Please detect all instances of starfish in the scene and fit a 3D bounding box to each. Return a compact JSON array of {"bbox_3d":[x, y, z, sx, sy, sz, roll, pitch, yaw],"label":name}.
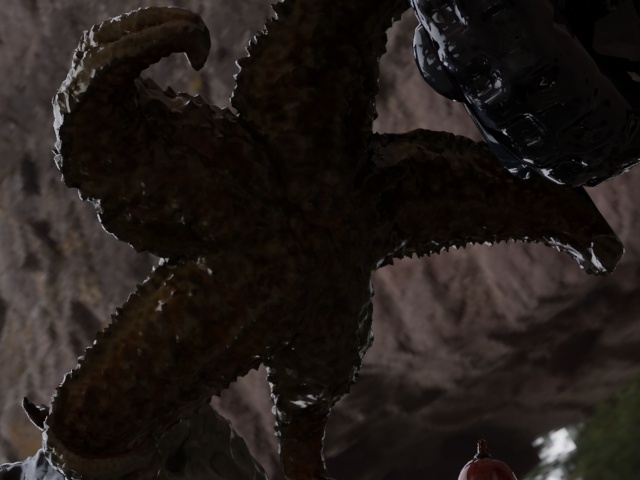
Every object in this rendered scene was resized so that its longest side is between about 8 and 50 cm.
[{"bbox_3d":[0.003,0.003,0.731,0.303,0.312,0.113,-10,-156,-28],"label":"starfish"}]

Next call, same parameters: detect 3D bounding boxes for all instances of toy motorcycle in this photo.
[{"bbox_3d":[0.127,-0.148,0.649,0.416,0.172,0.232,-16,-102,-57],"label":"toy motorcycle"}]

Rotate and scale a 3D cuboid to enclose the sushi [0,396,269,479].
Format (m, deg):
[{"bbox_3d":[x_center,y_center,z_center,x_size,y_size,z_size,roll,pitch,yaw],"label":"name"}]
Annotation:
[{"bbox_3d":[-0.145,0.227,0.935,0.196,0.182,0.343,63,-148,-32],"label":"sushi"}]

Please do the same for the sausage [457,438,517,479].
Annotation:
[{"bbox_3d":[0.107,0.190,0.935,0.050,0.048,0.145,23,-128,-44],"label":"sausage"}]
